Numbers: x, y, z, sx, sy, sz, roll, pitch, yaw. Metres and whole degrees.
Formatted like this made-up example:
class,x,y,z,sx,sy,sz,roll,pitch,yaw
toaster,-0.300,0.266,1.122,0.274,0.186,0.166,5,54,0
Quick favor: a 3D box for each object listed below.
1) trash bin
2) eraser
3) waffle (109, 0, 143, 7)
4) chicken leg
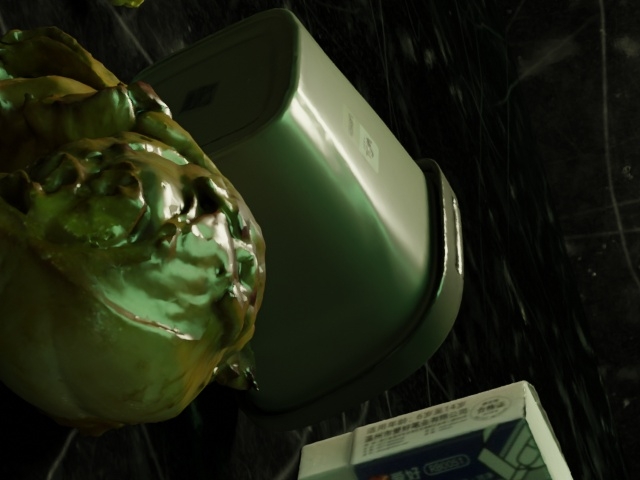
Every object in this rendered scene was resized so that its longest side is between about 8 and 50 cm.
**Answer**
class,x,y,z,sx,sy,sz,roll,pitch,yaw
trash bin,-0.031,-0.023,1.531,0.250,0.219,0.220,53,22,-34
eraser,0.100,0.207,1.689,0.068,0.210,0.124,-80,149,-57
waffle,-0.162,-0.254,1.600,0.194,0.051,0.149,-20,93,-79
chicken leg,-0.126,0.000,1.296,0.295,0.182,0.409,60,5,18
